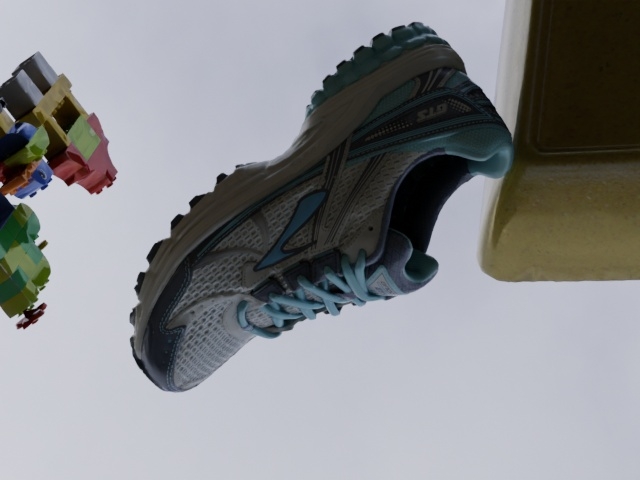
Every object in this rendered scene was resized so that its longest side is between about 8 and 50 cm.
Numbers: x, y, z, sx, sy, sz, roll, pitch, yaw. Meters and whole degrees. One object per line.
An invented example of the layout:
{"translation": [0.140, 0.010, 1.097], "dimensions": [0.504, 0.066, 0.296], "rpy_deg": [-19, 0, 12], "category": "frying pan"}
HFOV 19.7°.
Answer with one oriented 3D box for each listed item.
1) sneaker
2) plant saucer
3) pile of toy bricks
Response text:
{"translation": [0.000, 0.000, 1.136], "dimensions": [0.283, 0.110, 0.122], "rpy_deg": [-47, -116, 8], "category": "sneaker"}
{"translation": [0.253, -0.145, 1.137], "dimensions": [0.332, 0.081, 0.333], "rpy_deg": [-1, -110, 27], "category": "plant saucer"}
{"translation": [-0.177, -0.003, 0.971], "dimensions": [0.118, 0.212, 0.105], "rpy_deg": [-31, -73, 21], "category": "pile of toy bricks"}
